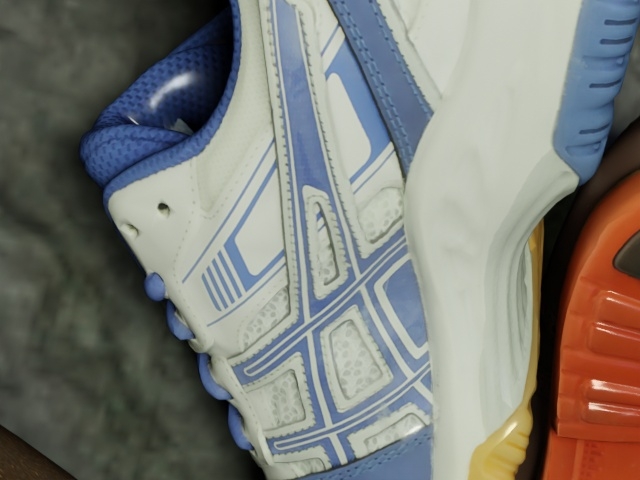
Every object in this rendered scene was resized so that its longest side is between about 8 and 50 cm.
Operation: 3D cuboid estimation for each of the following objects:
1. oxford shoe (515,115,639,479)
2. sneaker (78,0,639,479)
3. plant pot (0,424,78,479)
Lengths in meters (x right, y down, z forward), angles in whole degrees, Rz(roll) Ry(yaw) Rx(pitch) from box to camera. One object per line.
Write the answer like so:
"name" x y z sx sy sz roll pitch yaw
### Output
"oxford shoe" 0.094 0.088 0.594 0.097 0.098 0.271 12 114 -5
"sneaker" 0.000 0.000 0.505 0.131 0.112 0.296 8 120 0
"plant pot" -0.090 0.143 0.434 0.230 0.215 0.215 31 81 -49
